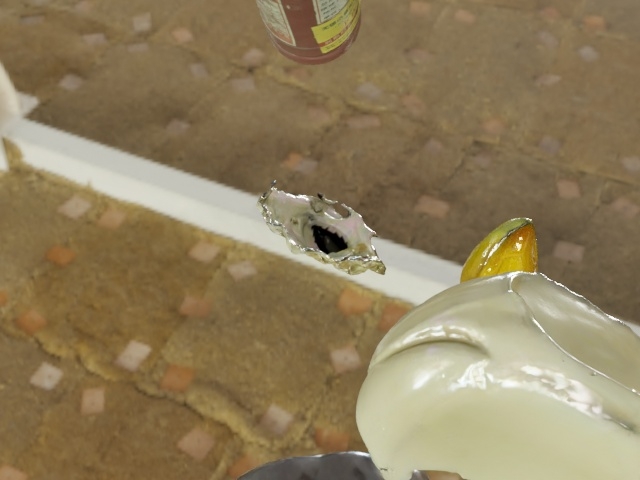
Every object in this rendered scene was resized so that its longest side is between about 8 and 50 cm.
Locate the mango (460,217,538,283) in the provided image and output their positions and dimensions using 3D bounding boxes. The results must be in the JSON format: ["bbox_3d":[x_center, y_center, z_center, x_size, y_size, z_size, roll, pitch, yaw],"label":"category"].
[{"bbox_3d":[0.231,0.036,1.348,0.101,0.187,0.066,-8,-130,-12],"label":"mango"}]

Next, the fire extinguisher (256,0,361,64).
[{"bbox_3d":[-0.031,-0.182,0.677,0.106,0.252,0.075,-12,-99,3],"label":"fire extinguisher"}]

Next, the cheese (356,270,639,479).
[{"bbox_3d":[0.176,0.148,0.930,0.266,0.233,0.127,31,-139,-15],"label":"cheese"}]

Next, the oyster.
[{"bbox_3d":[-0.007,-0.007,1.392,0.209,0.072,0.133,2,-133,-49],"label":"oyster"}]

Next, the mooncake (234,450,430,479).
[{"bbox_3d":[0.000,0.380,1.246,0.306,0.306,0.154,-6,-131,-8],"label":"mooncake"}]
